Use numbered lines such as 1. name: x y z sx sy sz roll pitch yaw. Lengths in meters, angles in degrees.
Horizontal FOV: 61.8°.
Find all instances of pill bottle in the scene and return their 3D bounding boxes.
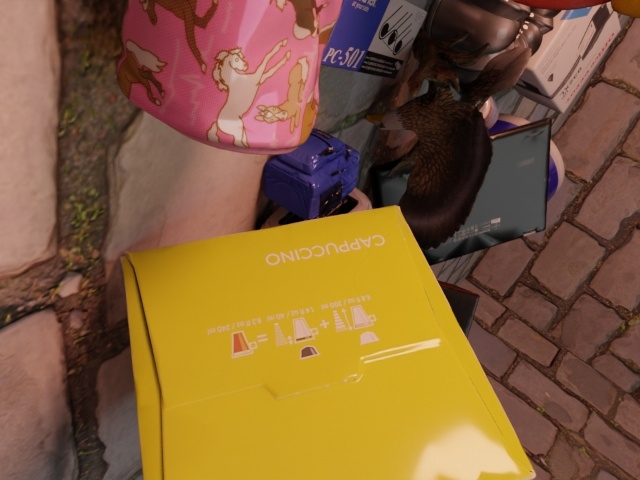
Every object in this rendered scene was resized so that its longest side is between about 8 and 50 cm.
1. pill bottle: 0.335 -0.280 1.154 0.087 0.087 0.160 -60 158 19

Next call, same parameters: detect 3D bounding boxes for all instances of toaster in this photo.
1. toaster: 0.000 0.000 0.840 0.227 0.129 0.146 -41 154 -25

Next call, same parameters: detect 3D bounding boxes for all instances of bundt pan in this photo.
1. bundt pan: 0.311 -0.387 0.880 0.331 0.124 0.331 -44 158 -23

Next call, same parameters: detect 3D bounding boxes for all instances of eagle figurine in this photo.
1. eagle figurine: 0.179 -0.165 0.831 0.226 0.225 0.298 -36 135 -21

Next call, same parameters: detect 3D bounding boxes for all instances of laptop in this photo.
1. laptop: 0.278 -0.071 1.217 0.382 0.236 0.408 -17 123 -8

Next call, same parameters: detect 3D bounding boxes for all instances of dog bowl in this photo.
1. dog bowl: 0.451 -0.175 1.322 0.104 0.265 0.265 -43 158 -20

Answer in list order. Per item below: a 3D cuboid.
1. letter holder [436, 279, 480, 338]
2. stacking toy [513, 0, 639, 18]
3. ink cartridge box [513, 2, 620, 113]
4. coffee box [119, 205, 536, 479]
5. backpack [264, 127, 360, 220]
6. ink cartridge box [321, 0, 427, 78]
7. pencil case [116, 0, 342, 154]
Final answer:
1. letter holder: 0.122 0.125 1.082 0.214 0.301 0.152 -143 -112 -79
2. stacking toy: 0.303 -0.311 0.471 0.350 0.480 0.351 -44 159 -22
3. ink cartridge box: 0.496 -0.428 1.129 0.307 0.129 0.223 8 117 -56
4. coffee box: -0.025 0.206 0.649 0.337 0.338 0.334 -11 145 -13
5. backpack: -0.001 -0.096 0.721 0.120 0.098 0.101 -33 148 -41
6. ink cartridge box: 0.054 -0.257 0.648 0.207 0.046 0.097 -17 139 -57
7. pencil case: -0.019 -0.253 0.343 0.167 0.160 0.386 -75 -172 -58
